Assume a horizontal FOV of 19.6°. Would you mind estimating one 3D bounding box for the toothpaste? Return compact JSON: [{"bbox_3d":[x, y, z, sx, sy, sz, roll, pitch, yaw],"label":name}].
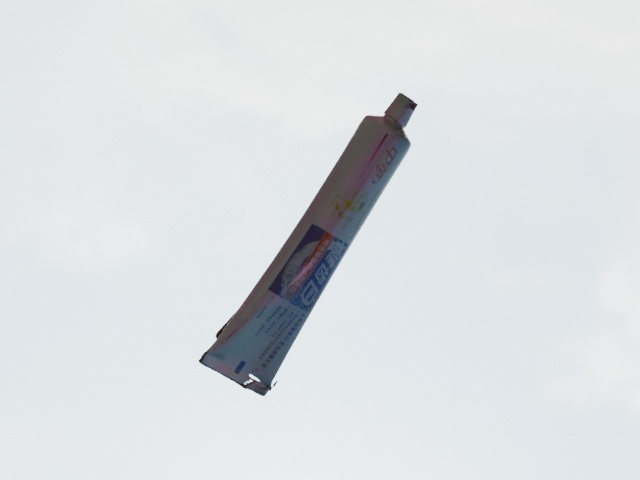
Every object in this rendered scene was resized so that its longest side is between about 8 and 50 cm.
[{"bbox_3d":[0.000,0.000,0.940,0.045,0.170,0.028,31,-178,-35],"label":"toothpaste"}]
